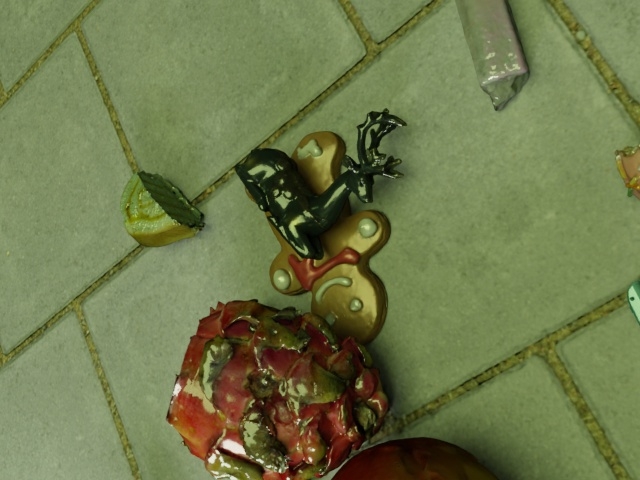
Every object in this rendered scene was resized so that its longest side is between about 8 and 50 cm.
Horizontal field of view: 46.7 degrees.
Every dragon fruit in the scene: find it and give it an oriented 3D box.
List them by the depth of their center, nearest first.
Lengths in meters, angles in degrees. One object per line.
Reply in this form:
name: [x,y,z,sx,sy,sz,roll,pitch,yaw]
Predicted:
dragon fruit: [-0.050,0.215,1.032,0.291,0.269,0.250,12,83,-3]

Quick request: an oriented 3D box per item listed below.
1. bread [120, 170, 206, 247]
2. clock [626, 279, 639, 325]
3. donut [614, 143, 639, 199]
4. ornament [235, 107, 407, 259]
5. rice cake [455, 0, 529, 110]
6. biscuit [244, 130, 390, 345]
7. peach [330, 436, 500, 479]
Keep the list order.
bread: [-0.281,-0.034,1.268,0.110,0.103,0.156,-52,56,11]
clock: [0.440,0.072,0.851,0.147,0.045,0.108,-30,72,25]
donut: [0.460,-0.120,0.834,0.199,0.085,0.233,35,105,28]
ornament: [0.012,-0.117,1.069,0.236,0.080,0.202,-44,68,17]
rice cake: [0.208,-0.376,1.022,0.070,0.064,0.399,-19,76,23]
biscuit: [0.000,0.000,1.127,0.216,0.047,0.339,-26,72,28]
peach: [0.121,0.413,0.864,0.290,0.372,0.372,-6,82,14]
